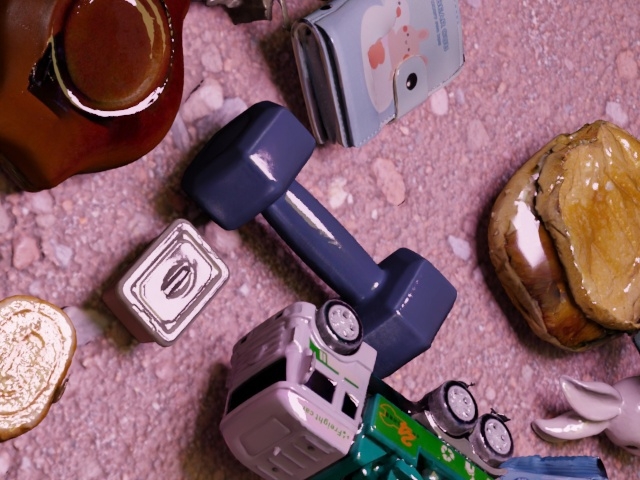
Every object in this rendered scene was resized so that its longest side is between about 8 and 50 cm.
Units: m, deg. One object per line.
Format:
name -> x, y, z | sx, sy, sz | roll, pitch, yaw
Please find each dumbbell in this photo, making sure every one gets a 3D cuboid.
dumbbell -> 0.000, 0.000, 1.581 | 0.325, 0.144, 0.160 | 46, 55, -19

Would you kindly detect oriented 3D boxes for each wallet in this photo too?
wallet -> 0.074, -0.230, 1.698 | 0.250, 0.075, 0.176 | -39, 128, -38

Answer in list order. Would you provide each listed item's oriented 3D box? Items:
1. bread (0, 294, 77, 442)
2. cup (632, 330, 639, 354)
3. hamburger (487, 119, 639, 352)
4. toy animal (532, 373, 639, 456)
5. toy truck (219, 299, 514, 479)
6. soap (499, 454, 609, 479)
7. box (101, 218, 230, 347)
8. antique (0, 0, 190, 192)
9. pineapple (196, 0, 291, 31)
bread -> -0.304, 0.119, 1.375 | 0.122, 0.073, 0.149 | 32, 62, -24
cup -> 0.538, 0.095, 1.963 | 0.235, 0.148, 0.134 | -31, 94, -29
hamburger -> 0.335, -0.001, 1.833 | 0.285, 0.134, 0.265 | -36, 98, -43
toy animal -> 0.385, 0.227, 1.822 | 0.221, 0.104, 0.131 | -11, 56, -36
toy truck -> 0.062, 0.225, 1.526 | 0.363, 0.176, 0.178 | 40, 39, -18
soap -> 0.229, 0.383, 1.643 | 0.077, 0.156, 0.293 | 51, 53, -37
box -> -0.165, 0.047, 1.500 | 0.089, 0.062, 0.122 | 50, 55, -15
antique -> -0.239, -0.181, 1.460 | 0.223, 0.129, 0.278 | 48, 58, -18
pineapple -> -0.017, -0.366, 1.657 | 0.340, 0.169, 0.169 | -45, 106, -29
